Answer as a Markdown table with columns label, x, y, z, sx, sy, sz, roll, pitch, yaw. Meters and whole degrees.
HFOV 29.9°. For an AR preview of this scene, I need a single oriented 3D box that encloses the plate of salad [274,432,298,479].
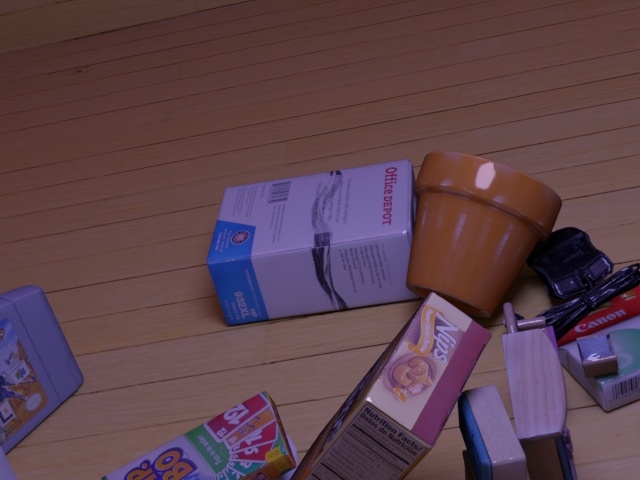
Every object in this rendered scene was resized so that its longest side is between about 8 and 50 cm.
| label | x | y | z | sx | sy | sz | roll | pitch | yaw |
| --- | --- | --- | --- | --- | --- | --- | --- | --- | --- |
| plate of salad | -0.122 | 0.301 | 1.499 | 0.199 | 0.048 | 0.200 | -12 | 34 | 8 |

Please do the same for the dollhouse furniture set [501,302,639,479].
| label | x | y | z | sx | sy | sz | roll | pitch | yaw |
| --- | --- | --- | --- | --- | --- | --- | --- | --- | --- |
| dollhouse furniture set | 0.367 | 0.153 | 1.328 | 0.303 | 0.198 | 0.286 | -11 | 45 | 10 |

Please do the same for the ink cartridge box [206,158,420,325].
| label | x | y | z | sx | sy | sz | roll | pitch | yaw |
| --- | --- | --- | --- | --- | --- | --- | --- | --- | --- |
| ink cartridge box | 0.000 | 0.000 | 1.856 | 0.307 | 0.129 | 0.223 | -9 | 31 | 10 |

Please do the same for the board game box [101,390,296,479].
| label | x | y | z | sx | sy | sz | roll | pitch | yaw |
| --- | --- | --- | --- | --- | --- | --- | --- | --- | --- |
| board game box | -0.161 | 0.287 | 1.456 | 0.259 | 0.039 | 0.124 | -30 | 34 | 3 |

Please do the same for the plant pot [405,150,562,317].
| label | x | y | z | sx | sy | sz | roll | pitch | yaw |
| --- | --- | --- | --- | --- | --- | --- | --- | --- | --- |
| plant pot | 0.212 | 0.000 | 1.687 | 0.205 | 0.205 | 0.188 | 14 | 79 | 39 |

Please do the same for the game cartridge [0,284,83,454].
| label | x | y | z | sx | sy | sz | roll | pitch | yaw |
| --- | --- | --- | --- | --- | --- | --- | --- | --- | --- |
| game cartridge | -0.469 | 0.203 | 1.663 | 0.062 | 0.198 | 0.297 | 11 | 40 | 35 |

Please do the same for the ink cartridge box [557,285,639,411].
| label | x | y | z | sx | sy | sz | roll | pitch | yaw |
| --- | --- | --- | --- | --- | --- | --- | --- | --- | --- |
| ink cartridge box | 0.395 | 0.117 | 1.578 | 0.181 | 0.056 | 0.225 | -20 | 33 | -10 |

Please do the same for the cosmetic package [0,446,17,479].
| label | x | y | z | sx | sy | sz | roll | pitch | yaw |
| --- | --- | --- | --- | --- | --- | --- | --- | --- | --- |
| cosmetic package | -0.529 | 0.295 | 1.267 | 0.365 | 0.155 | 0.197 | -6 | 31 | 20 |

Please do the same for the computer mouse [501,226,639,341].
| label | x | y | z | sx | sy | sz | roll | pitch | yaw |
| --- | --- | --- | --- | --- | --- | --- | --- | --- | --- |
| computer mouse | 0.327 | 0.071 | 1.659 | 0.184 | 0.060 | 0.262 | -32 | 18 | -2 |

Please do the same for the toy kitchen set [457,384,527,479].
| label | x | y | z | sx | sy | sz | roll | pitch | yaw |
| --- | --- | --- | --- | --- | --- | --- | --- | --- | --- |
| toy kitchen set | 0.125 | 0.282 | 1.264 | 0.166 | 0.207 | 0.122 | -10 | 30 | -3 |

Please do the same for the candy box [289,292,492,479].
| label | x | y | z | sx | sy | sz | roll | pitch | yaw |
| --- | --- | --- | --- | --- | --- | --- | --- | --- | --- |
| candy box | 0.053 | 0.220 | 1.322 | 0.087 | 0.316 | 0.183 | 34 | 44 | 2 |
